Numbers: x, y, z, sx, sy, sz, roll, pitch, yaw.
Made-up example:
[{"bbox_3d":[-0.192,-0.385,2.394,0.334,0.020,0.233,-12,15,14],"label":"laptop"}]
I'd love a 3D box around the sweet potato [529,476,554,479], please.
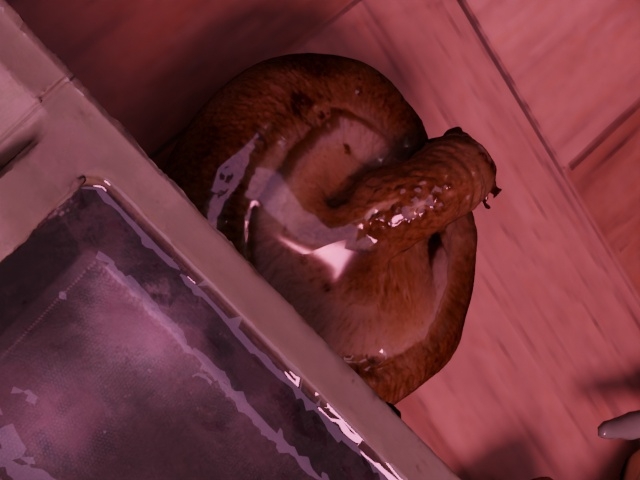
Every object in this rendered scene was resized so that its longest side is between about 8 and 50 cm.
[{"bbox_3d":[-0.016,0.172,0.477,0.281,0.059,0.067,-24,59,-25],"label":"sweet potato"}]

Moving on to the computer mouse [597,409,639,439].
[{"bbox_3d":[0.283,0.005,0.609,0.389,0.115,0.199,-20,97,-27],"label":"computer mouse"}]

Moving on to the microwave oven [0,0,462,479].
[{"bbox_3d":[-0.076,0.053,0.374,0.205,0.163,0.129,47,64,-11],"label":"microwave oven"}]

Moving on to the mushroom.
[{"bbox_3d":[0.000,0.000,0.469,0.127,0.087,0.127,2,86,-30],"label":"mushroom"}]

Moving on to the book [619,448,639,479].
[{"bbox_3d":[0.253,0.259,0.507,0.371,0.043,0.260,33,40,-7],"label":"book"}]
